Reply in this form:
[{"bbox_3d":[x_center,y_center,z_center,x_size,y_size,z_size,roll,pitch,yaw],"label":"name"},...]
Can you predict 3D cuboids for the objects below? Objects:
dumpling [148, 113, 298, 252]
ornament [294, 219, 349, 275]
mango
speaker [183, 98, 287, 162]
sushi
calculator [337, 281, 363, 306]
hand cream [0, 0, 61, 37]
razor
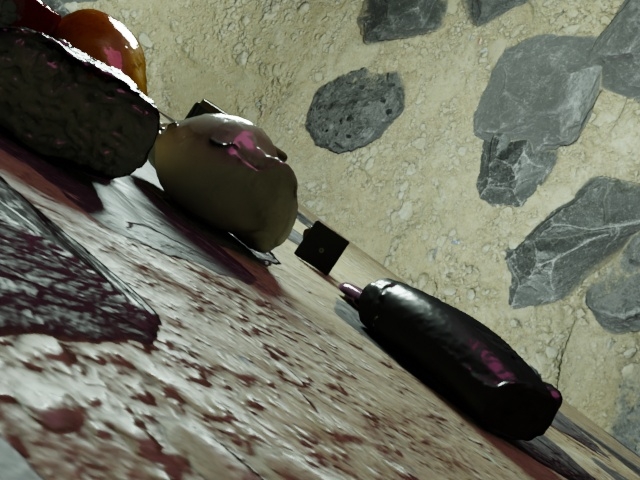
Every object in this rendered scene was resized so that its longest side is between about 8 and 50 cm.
[{"bbox_3d":[-0.143,-0.086,1.432,0.243,0.175,0.227,57,-11,45],"label":"dumpling"},{"bbox_3d":[-0.005,0.007,1.925,0.088,0.081,0.203,35,1,-9],"label":"ornament"},{"bbox_3d":[-0.303,-0.201,1.303,0.138,0.187,0.257,1,28,-24],"label":"mango"},{"bbox_3d":[-0.202,-0.188,2.126,0.192,0.153,0.231,35,3,15],"label":"speaker"},{"bbox_3d":[-0.296,-0.159,1.099,0.225,0.124,0.127,26,6,-26],"label":"sushi"},{"bbox_3d":[0.154,0.152,1.682,0.294,0.043,0.194,35,4,32],"label":"calculator"},{"bbox_3d":[-0.459,-0.293,1.229,0.230,0.149,0.230,33,1,0],"label":"hand cream"},{"bbox_3d":[0.199,0.164,1.403,0.189,0.107,0.327,27,8,-39],"label":"razor"}]
